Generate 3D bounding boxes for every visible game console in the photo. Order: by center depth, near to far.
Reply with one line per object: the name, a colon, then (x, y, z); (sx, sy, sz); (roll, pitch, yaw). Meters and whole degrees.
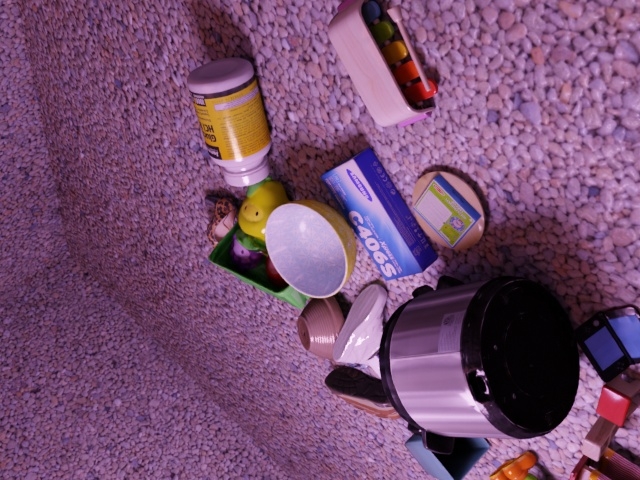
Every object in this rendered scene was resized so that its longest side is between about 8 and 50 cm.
game console: (0.647, 0.228, 1.472); (0.144, 0.124, 0.085); (56, 174, -6)

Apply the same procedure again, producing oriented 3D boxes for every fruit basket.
fruit basket: (-0.170, -0.004, 2.120); (0.392, 0.283, 0.392); (33, 160, 14)

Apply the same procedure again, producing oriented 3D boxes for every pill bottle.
pill bottle: (-0.247, -0.332, 1.934); (0.187, 0.188, 0.334); (20, 136, 40)

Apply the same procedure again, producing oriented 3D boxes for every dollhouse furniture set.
dollhouse furniture set: (0.718, 0.508, 1.587); (0.201, 0.152, 0.374); (26, 140, 34)

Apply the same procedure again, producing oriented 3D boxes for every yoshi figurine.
yoshi figurine: (0.672, 0.784, 1.949); (0.203, 0.203, 0.362); (-41, 70, 18)

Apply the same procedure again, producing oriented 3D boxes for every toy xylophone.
toy xylophone: (0.146, -0.393, 1.486); (0.236, 0.081, 0.323); (-1, 121, 51)

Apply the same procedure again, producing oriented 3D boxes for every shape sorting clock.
shape sorting clock: (0.308, -0.072, 1.635); (0.206, 0.040, 0.206); (34, 142, 32)

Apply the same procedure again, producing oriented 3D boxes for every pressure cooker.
pressure cooker: (0.348, 0.281, 1.629); (0.420, 0.369, 0.376); (-21, 101, 53)

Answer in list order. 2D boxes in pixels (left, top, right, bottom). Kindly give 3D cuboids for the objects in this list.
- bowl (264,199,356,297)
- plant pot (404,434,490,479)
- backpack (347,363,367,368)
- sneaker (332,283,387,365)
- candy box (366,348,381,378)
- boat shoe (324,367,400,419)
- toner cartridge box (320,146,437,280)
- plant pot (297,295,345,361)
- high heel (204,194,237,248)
bowl: (0.000, 0.000, 1.916); (0.289, 0.156, 0.290); (21, 126, 31)
plant pot: (0.378, 0.648, 2.151); (0.165, 0.165, 0.234); (51, 156, 2)
backpack: (0.127, 0.373, 2.239); (0.084, 0.105, 0.114); (35, 159, -11)
sneaker: (0.171, 0.267, 2.094); (0.293, 0.169, 0.108); (-62, 25, 27)
candy box: (0.258, 0.343, 1.957); (0.165, 0.196, 0.070); (48, 147, 5)
boat shoe: (0.149, 0.546, 2.365); (0.324, 0.122, 0.120); (14, 135, 45)
toner cartridge box: (0.154, -0.063, 1.805); (0.348, 0.075, 0.165); (57, 146, -8)
plant pot: (-0.007, 0.292, 2.236); (0.237, 0.109, 0.238); (169, 90, -69)
high heel: (-0.330, -0.034, 2.410); (0.186, 0.093, 0.261); (14, 123, 52)
